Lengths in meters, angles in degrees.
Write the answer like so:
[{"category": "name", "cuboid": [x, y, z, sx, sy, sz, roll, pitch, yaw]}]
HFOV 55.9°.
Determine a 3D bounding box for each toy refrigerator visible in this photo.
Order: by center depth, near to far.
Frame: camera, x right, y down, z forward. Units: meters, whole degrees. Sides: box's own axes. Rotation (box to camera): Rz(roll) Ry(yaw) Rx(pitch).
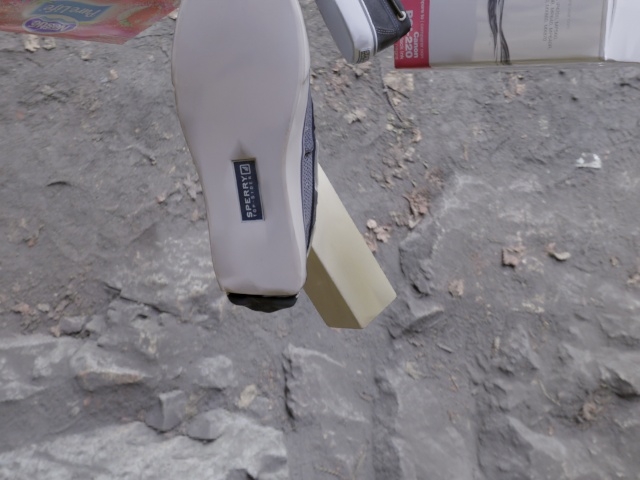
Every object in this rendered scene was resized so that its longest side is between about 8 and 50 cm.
[{"category": "toy refrigerator", "cuboid": [0.000, 0.000, 0.925, 0.094, 0.102, 0.270, -40, 105, -29]}]

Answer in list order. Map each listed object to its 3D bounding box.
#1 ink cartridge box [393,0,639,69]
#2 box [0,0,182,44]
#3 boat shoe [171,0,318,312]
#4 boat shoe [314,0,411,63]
[{"category": "ink cartridge box", "cuboid": [0.203, -0.213, 0.589, 0.158, 0.217, 0.092, -14, 108, -43]}, {"category": "box", "cuboid": [-0.291, -0.317, 0.643, 0.142, 0.300, 0.154, -23, 94, 25]}, {"category": "boat shoe", "cuboid": [-0.064, -0.110, 0.619, 0.127, 0.158, 0.341, 3, 113, 4]}, {"category": "boat shoe", "cuboid": [0.015, -0.275, 0.532, 0.076, 0.080, 0.229, -26, 94, -7]}]
